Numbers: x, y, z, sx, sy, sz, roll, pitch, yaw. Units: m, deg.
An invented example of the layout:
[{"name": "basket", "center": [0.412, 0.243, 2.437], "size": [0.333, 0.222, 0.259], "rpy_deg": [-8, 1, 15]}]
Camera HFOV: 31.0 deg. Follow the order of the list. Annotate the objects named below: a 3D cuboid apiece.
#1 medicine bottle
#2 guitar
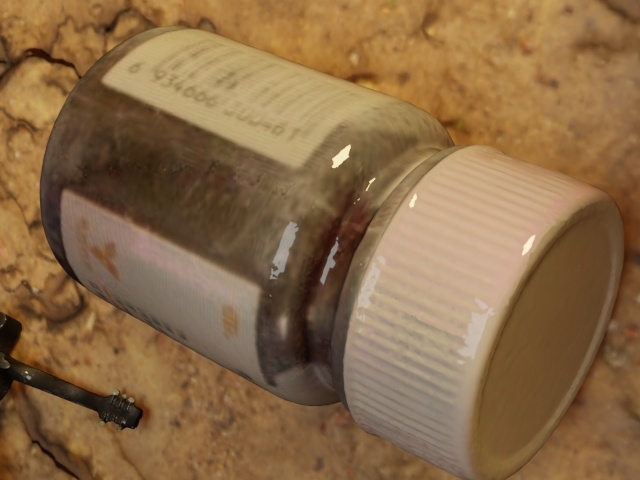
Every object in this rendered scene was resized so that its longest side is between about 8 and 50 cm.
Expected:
[{"name": "medicine bottle", "center": [0.000, 0.000, 0.596], "size": [0.273, 0.165, 0.165], "rpy_deg": [26, 106, 30]}, {"name": "guitar", "center": [-0.220, 0.091, 0.819], "size": [0.233, 0.025, 0.088], "rpy_deg": [16, 75, 29]}]
